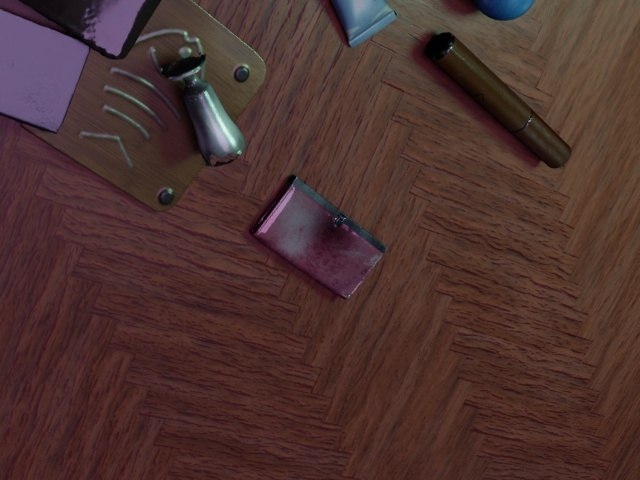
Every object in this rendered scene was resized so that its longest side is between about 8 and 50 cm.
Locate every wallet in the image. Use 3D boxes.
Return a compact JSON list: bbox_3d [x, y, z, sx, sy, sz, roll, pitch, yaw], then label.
[{"bbox_3d":[-0.277,-0.371,1.331,0.182,0.049,0.229,31,95,-19],"label":"wallet"},{"bbox_3d":[0.000,0.000,1.681,0.232,0.025,0.119,36,93,-35],"label":"wallet"}]

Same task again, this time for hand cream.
[{"bbox_3d":[0.030,-0.403,1.503,0.088,0.055,0.256,-37,131,-4],"label":"hand cream"}]

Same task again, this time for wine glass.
[{"bbox_3d":[-0.167,-0.186,1.460,0.072,0.072,0.155,-32,124,-12],"label":"wine glass"}]

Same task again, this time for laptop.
[{"bbox_3d":[-0.416,-0.233,1.339,0.197,0.016,0.135,20,99,-28],"label":"laptop"}]

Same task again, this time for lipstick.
[{"bbox_3d":[0.307,-0.232,1.723,0.357,0.057,0.057,33,94,-35],"label":"lipstick"}]

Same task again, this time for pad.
[{"bbox_3d":[-0.246,-0.214,1.454,0.286,0.018,0.284,35,93,-37],"label":"pad"}]

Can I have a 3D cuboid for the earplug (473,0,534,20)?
[{"bbox_3d":[0.323,-0.474,1.584,0.132,0.132,0.273,15,108,-33],"label":"earplug"}]
